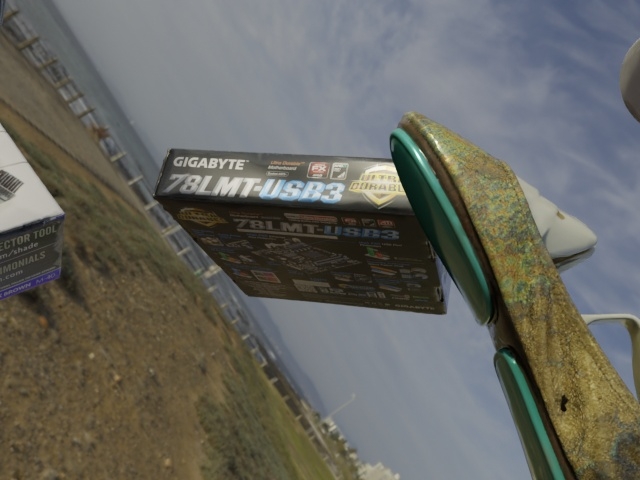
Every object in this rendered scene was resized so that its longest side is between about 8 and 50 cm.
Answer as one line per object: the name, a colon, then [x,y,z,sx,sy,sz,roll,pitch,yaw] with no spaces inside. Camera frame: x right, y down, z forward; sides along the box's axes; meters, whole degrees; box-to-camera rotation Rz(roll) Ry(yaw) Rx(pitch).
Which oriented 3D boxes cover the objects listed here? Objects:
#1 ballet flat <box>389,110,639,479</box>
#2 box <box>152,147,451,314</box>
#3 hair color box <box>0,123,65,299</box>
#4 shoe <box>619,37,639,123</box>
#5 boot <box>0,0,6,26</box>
ballet flat: [0.161,0.051,0.440,0.123,0.123,0.349,88,-18,-73]
box: [0.000,0.000,0.734,0.293,0.295,0.073,61,37,-59]
hair color box: [-0.405,-0.082,0.565,0.339,0.185,0.110,48,-41,19]
shoe: [0.222,-0.059,0.246,0.177,0.081,0.064,15,-68,35]
boot: [-0.218,-0.069,0.284,0.223,0.118,0.338,-116,-154,-56]
